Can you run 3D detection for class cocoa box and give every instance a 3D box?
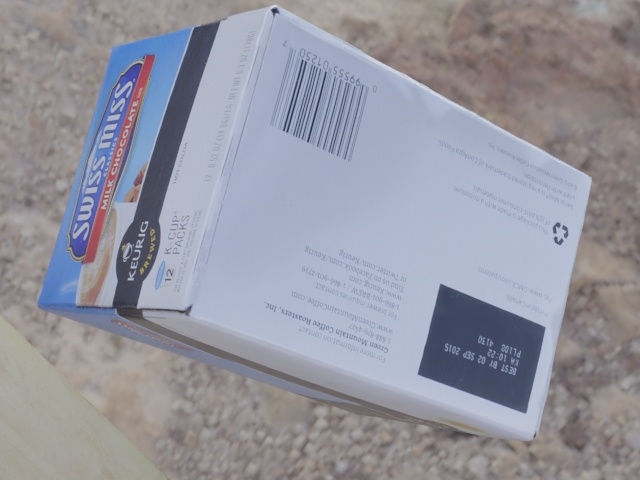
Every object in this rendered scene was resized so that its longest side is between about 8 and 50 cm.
[{"bbox_3d":[0.000,0.000,1.144,0.347,0.228,0.231,23,76,-35],"label":"cocoa box"}]

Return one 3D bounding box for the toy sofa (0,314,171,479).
[{"bbox_3d":[-0.193,0.158,0.876,0.362,0.177,0.150,54,38,-41],"label":"toy sofa"}]
